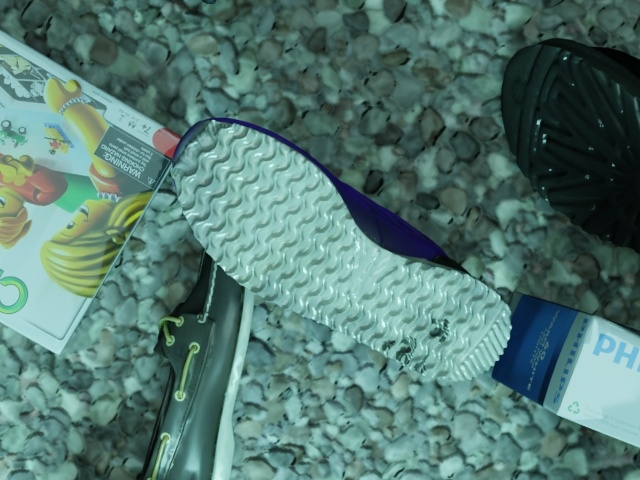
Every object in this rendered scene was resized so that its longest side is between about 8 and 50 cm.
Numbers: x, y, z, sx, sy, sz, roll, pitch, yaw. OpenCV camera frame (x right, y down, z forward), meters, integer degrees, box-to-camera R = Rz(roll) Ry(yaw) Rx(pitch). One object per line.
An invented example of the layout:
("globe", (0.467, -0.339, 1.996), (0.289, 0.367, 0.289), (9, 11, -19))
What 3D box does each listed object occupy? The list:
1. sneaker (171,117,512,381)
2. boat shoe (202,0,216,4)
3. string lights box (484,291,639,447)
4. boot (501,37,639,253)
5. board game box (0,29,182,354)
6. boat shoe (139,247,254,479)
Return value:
("sneaker", (0.000, 0.001, 1.402), (0.293, 0.146, 0.102), (35, 96, -23))
("boat shoe", (-0.271, -0.282, 1.352), (0.500, 0.187, 0.156), (27, 91, 0))
("string lights box", (0.216, 0.100, 1.374), (0.133, 0.260, 0.076), (21, 90, -6))
("boot", (0.335, -0.066, 1.435), (0.260, 0.348, 0.131), (-18, 131, -39))
("board game box", (-0.281, -0.071, 1.419), (0.305, 0.053, 0.193), (30, 89, -6))
("boat shoe", (-0.095, 0.092, 1.430), (0.069, 0.081, 0.227), (7, 94, -10))
